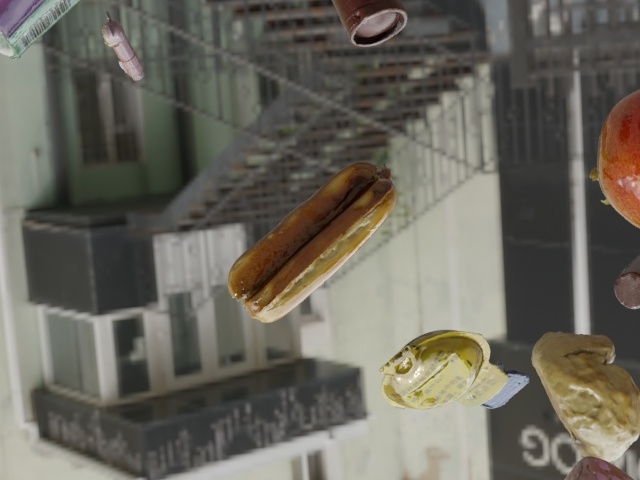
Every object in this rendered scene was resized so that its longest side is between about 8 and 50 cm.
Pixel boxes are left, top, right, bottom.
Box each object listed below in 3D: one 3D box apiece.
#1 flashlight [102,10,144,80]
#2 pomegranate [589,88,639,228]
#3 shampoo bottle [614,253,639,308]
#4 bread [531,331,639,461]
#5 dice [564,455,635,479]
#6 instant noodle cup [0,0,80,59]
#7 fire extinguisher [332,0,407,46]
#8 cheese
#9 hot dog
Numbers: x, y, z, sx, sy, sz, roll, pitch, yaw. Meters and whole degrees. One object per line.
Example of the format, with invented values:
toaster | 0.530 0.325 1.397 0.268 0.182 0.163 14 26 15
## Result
flashlight | -0.279 -0.267 1.891 0.031 0.110 0.052 -21 -136 5
pomegranate | 0.484 -0.114 1.903 0.220 0.221 0.256 -10 172 -32
shampoo bottle | 0.523 0.057 2.174 0.068 0.067 0.236 -42 173 26
bread | 0.447 0.252 2.230 0.134 0.244 0.244 -28 -171 0
dice | 0.328 0.319 1.608 0.091 0.093 0.094 32 -161 6
instant noodle cup | -0.243 -0.268 1.023 0.190 0.251 0.251 -51 -158 -9
fire extinguisher | 0.036 -0.419 2.003 0.104 0.269 0.105 -20 160 -8
cheese | 0.172 0.176 1.753 0.250 0.156 0.064 22 -146 -41
hot dog | 0.000 0.000 2.211 0.337 0.100 0.135 -43 -129 -6
